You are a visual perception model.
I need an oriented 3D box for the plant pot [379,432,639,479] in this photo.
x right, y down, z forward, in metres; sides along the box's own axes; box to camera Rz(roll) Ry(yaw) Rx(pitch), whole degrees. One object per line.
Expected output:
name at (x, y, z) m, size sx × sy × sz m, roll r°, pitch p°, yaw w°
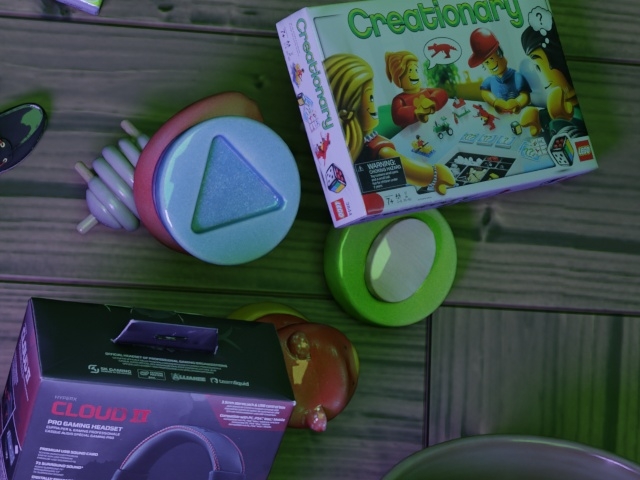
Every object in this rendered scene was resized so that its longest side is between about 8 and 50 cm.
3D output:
plant pot at (0.174, 0.369, 1.707) m, size 0.323 × 0.323 × 0.280 m, roll 3°, pitch 122°, yaw -9°

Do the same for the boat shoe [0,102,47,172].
boat shoe at (-0.306, -0.084, 1.831) m, size 0.133 × 0.042 × 0.049 m, roll -36°, pitch 87°, yaw -14°

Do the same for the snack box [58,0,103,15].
snack box at (-0.258, -0.284, 1.869) m, size 0.141 × 0.037 × 0.100 m, roll 20°, pitch 80°, yaw -6°

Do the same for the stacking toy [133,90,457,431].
stacking toy at (0.000, 0.000, 1.787) m, size 0.279 × 0.130 × 0.309 m, roll -29°, pitch 103°, yaw -19°

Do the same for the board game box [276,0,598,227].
board game box at (0.113, -0.131, 1.838) m, size 0.305 × 0.053 × 0.193 m, roll -12°, pitch 84°, yaw -39°

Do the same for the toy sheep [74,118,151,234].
toy sheep at (-0.174, -0.054, 1.830) m, size 0.132 × 0.091 × 0.091 m, roll -44°, pitch 91°, yaw 1°

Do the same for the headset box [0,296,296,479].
headset box at (-0.161, 0.178, 1.678) m, size 0.218 × 0.110 × 0.293 m, roll 8°, pitch 125°, yaw -20°
